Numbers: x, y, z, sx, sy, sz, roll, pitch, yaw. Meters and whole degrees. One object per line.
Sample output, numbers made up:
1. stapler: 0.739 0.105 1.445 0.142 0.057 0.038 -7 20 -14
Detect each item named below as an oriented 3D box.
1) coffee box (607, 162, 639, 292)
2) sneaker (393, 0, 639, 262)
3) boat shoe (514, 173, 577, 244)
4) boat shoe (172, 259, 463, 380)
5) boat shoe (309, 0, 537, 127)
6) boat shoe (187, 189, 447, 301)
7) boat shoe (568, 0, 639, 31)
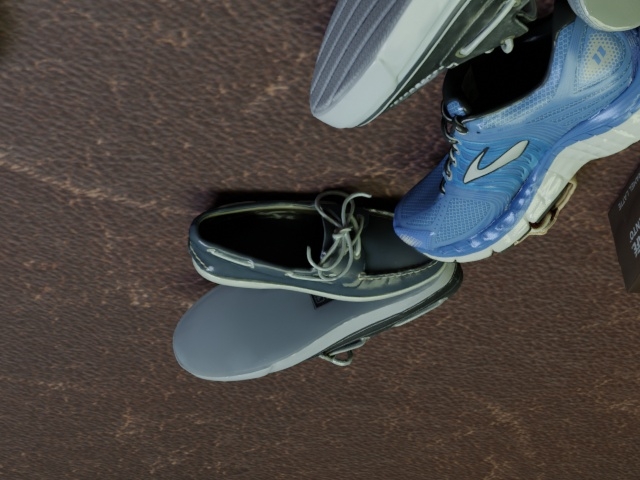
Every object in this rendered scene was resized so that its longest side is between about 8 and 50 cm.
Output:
1. coffee box: 0.424 -0.020 1.334 0.246 0.098 0.141 1 147 -9
2. sneaker: 0.150 -0.102 1.166 0.147 0.130 0.330 25 137 -18
3. boat shoe: 0.199 -0.034 1.319 0.063 0.059 0.170 3 149 -12
4. boat shoe: 0.000 0.073 1.430 0.306 0.113 0.105 -27 152 6
5. boat shoe: 0.109 -0.182 0.995 0.119 0.121 0.335 17 142 -24
6. boat shoe: 0.000 0.000 1.326 0.254 0.095 0.079 6 160 0
7. boat shoe: 0.271 -0.229 0.977 0.227 0.081 0.079 -32 108 3
